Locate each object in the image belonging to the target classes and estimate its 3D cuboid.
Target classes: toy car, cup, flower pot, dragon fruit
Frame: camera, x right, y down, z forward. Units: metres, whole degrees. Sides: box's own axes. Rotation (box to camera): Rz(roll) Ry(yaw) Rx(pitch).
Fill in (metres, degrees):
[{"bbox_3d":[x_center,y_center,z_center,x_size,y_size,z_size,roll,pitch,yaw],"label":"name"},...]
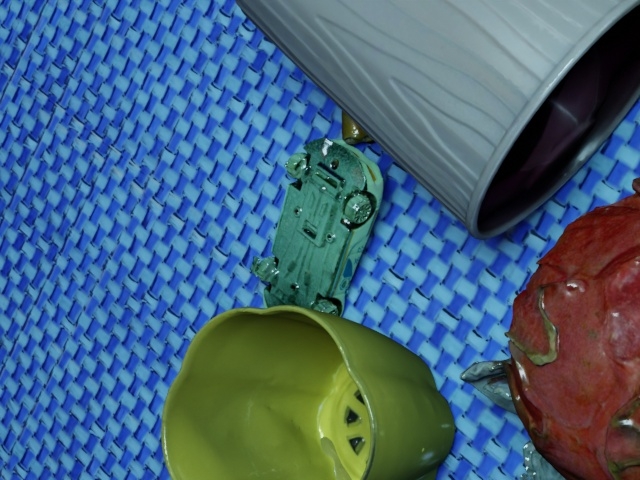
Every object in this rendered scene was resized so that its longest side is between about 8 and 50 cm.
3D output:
[{"bbox_3d":[0.000,0.000,1.112,0.093,0.058,0.186,36,123,32],"label":"toy car"},{"bbox_3d":[0.097,-0.179,0.917,0.208,0.288,0.273,-39,69,-21],"label":"cup"},{"bbox_3d":[0.006,0.148,1.018,0.195,0.179,0.195,-5,81,35],"label":"flower pot"},{"bbox_3d":[0.243,0.081,0.838,0.252,0.241,0.240,7,89,20],"label":"dragon fruit"}]

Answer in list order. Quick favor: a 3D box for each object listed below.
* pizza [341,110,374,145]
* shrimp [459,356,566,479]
[{"bbox_3d":[0.092,-0.136,1.080,0.176,0.036,0.184,42,108,30],"label":"pizza"},{"bbox_3d":[0.147,0.293,0.932,0.221,0.166,0.410,-16,57,65],"label":"shrimp"}]
